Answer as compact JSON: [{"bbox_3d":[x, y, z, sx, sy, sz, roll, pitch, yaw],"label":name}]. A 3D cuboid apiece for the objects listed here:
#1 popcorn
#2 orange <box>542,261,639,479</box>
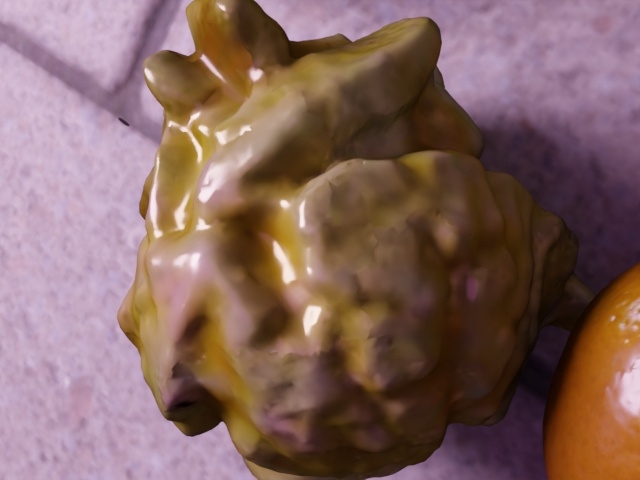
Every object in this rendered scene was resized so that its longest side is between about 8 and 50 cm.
[{"bbox_3d":[0.001,-0.001,0.388,0.167,0.185,0.187,-35,68,4],"label":"popcorn"},{"bbox_3d":[0.157,0.070,0.345,0.156,0.124,0.156,5,109,13],"label":"orange"}]
